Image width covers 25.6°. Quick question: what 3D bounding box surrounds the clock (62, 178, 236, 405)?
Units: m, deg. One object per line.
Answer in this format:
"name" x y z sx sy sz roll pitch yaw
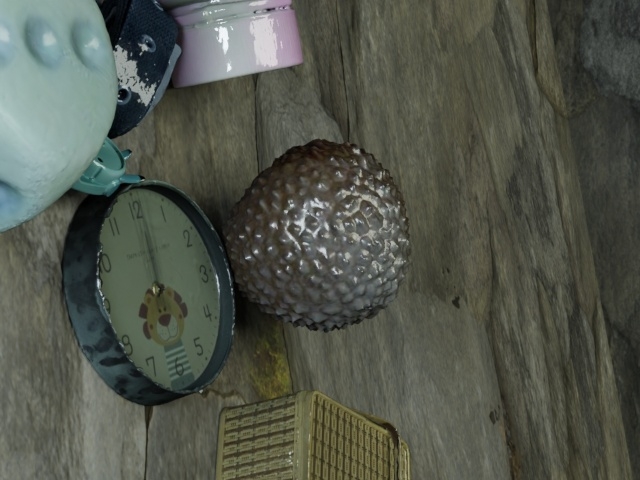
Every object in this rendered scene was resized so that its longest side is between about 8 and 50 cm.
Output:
"clock" -0.223 0.067 1.908 0.312 0.061 0.312 31 52 -51

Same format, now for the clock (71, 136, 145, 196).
"clock" -0.296 -0.106 1.830 0.147 0.045 0.108 16 35 -51

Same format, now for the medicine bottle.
"medicine bottle" -0.150 -0.386 2.054 0.241 0.241 0.302 -25 105 -60

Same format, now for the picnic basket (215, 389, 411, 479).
"picnic basket" 0.007 0.369 2.048 0.313 0.175 0.228 37 46 -48

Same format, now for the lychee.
"lychee" 0.000 -0.001 2.076 0.300 0.300 0.300 32 51 -50

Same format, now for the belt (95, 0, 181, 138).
"belt" -0.260 -0.238 1.910 0.128 0.122 0.218 41 47 -31

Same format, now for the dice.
"dice" -0.396 -0.174 1.506 0.268 0.265 0.262 52 34 -36
